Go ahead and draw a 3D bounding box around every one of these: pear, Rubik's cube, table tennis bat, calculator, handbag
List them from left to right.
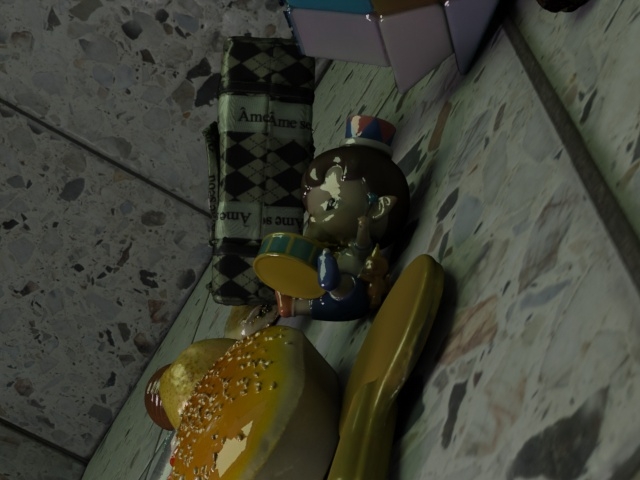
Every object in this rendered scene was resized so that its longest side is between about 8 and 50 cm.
[{"bbox_3d":[-0.317,0.416,2.030,0.095,0.021,0.153,-53,13,37],"label":"calculator"},{"bbox_3d":[-0.144,0.218,1.311,0.178,0.178,0.178,-58,11,17],"label":"pear"},{"bbox_3d":[-0.116,-0.098,1.534,0.317,0.180,0.416,163,110,-78],"label":"handbag"},{"bbox_3d":[0.055,0.137,0.889,0.198,0.050,0.321,-59,7,35],"label":"table tennis bat"},{"bbox_3d":[0.109,-0.423,1.293,0.387,0.368,0.358,66,-161,-44],"label":"Rubik's cube"}]

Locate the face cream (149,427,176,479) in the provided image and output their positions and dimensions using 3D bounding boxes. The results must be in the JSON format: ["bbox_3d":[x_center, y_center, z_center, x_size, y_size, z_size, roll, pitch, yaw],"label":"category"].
[{"bbox_3d":[-0.240,0.373,1.619,0.269,0.073,0.107,-64,6,-19],"label":"face cream"}]

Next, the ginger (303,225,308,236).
[{"bbox_3d":[0.000,0.000,1.523,0.193,0.052,0.176,-50,10,44],"label":"ginger"}]

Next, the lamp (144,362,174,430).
[{"bbox_3d":[-0.282,0.310,1.831,0.136,0.136,0.136,-58,11,17],"label":"lamp"}]

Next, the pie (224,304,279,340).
[{"bbox_3d":[-0.104,0.095,1.708,0.218,0.052,0.185,-56,17,-2],"label":"pie"}]

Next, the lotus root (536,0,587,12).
[{"bbox_3d":[0.276,-0.391,0.994,0.173,0.173,0.309,144,146,-67],"label":"lotus root"}]

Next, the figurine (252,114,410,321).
[{"bbox_3d":[0.028,-0.031,1.168,0.161,0.158,0.275,-33,29,50],"label":"figurine"}]

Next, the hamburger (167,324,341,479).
[{"bbox_3d":[-0.077,0.215,1.043,0.227,0.151,0.295,-59,7,12],"label":"hamburger"}]
